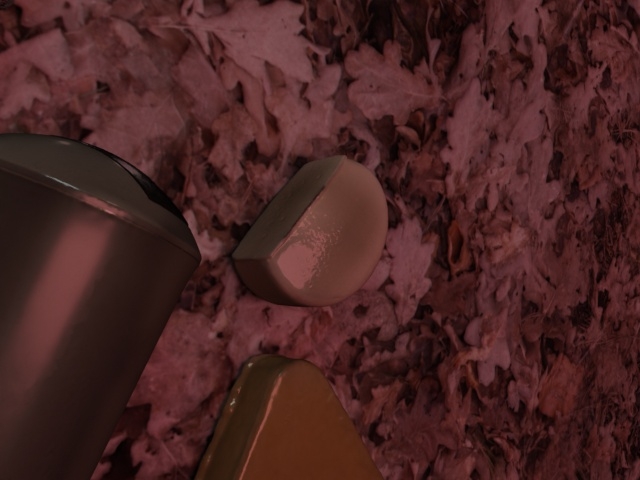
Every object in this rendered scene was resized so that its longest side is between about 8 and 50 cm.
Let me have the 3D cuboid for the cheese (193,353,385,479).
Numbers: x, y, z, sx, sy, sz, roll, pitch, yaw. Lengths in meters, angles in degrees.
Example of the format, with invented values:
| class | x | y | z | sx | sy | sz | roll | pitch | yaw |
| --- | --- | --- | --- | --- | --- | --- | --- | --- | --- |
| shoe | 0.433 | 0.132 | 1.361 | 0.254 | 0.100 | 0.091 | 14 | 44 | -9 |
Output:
| class | x | y | z | sx | sy | sz | roll | pitch | yaw |
| --- | --- | --- | --- | --- | --- | --- | --- | --- | --- |
| cheese | -0.051 | 0.349 | 0.966 | 0.384 | 0.104 | 0.384 | 0 | 90 | -37 |

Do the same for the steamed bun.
| class | x | y | z | sx | sy | sz | roll | pitch | yaw |
| --- | --- | --- | --- | --- | --- | --- | --- | --- | --- |
| steamed bun | 0.000 | 0.000 | 0.974 | 0.164 | 0.146 | 0.242 | 48 | 64 | -23 |

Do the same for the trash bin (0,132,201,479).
| class | x | y | z | sx | sy | sz | roll | pitch | yaw |
| --- | --- | --- | --- | --- | --- | --- | --- | --- | --- |
| trash bin | -0.314 | 0.102 | 0.659 | 0.280 | 0.280 | 0.432 | 29 | 76 | -34 |

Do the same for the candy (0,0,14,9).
| class | x | y | z | sx | sy | sz | roll | pitch | yaw |
| --- | --- | --- | --- | --- | --- | --- | --- | --- | --- |
| candy | -0.423 | -0.286 | 0.697 | 0.175 | 0.043 | 0.045 | -17 | 142 | -56 |
